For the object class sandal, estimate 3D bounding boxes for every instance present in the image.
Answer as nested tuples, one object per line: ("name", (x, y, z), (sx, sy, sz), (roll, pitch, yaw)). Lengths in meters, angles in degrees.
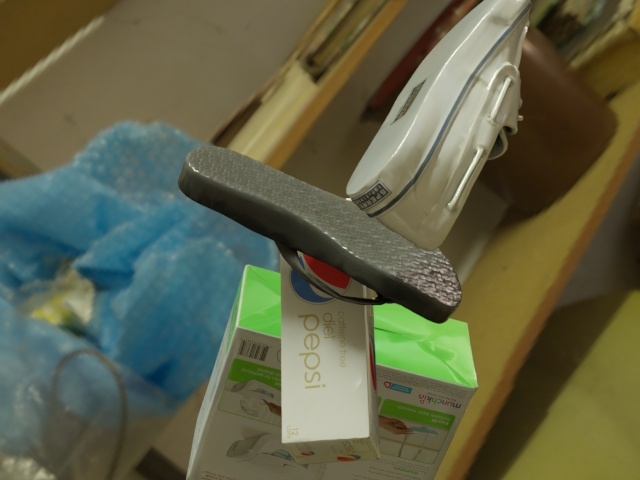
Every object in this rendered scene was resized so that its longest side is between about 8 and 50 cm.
("sandal", (0.000, 0.000, 0.941), (0.097, 0.254, 0.054), (-34, -31, -59))

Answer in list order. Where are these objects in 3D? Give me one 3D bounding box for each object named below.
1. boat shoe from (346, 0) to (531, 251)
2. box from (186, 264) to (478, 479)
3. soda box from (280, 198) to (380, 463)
("boat shoe", (0.109, -0.097, 0.888), (0.258, 0.084, 0.095), (-56, 14, -29))
("box", (0.008, 0.182, 1.275), (0.127, 0.261, 0.231), (-87, 13, -58))
("soda box", (0.007, 0.075, 0.981), (0.069, 0.073, 0.216), (68, -162, -62))
